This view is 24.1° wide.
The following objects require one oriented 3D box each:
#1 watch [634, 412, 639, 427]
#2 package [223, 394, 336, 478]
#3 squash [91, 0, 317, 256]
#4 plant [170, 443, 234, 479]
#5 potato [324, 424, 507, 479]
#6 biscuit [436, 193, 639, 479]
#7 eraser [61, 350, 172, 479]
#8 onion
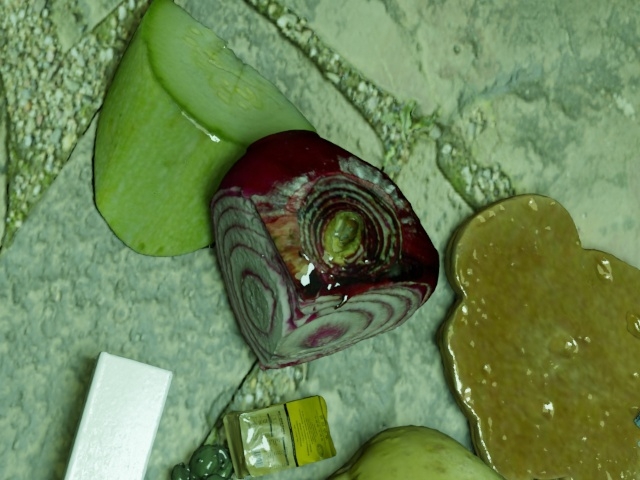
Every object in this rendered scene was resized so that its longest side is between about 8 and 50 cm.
[{"bbox_3d":[0.411,0.344,1.562,0.274,0.068,0.276,38,53,-7],"label":"watch"},{"bbox_3d":[-0.033,0.202,1.558,0.131,0.047,0.071,-6,81,-33],"label":"package"},{"bbox_3d":[-0.156,-0.110,1.627,0.237,0.155,0.204,40,37,-1],"label":"squash"},{"bbox_3d":[-0.137,0.281,1.525,0.087,0.085,0.174,19,65,13],"label":"plant"},{"bbox_3d":[0.087,0.309,1.509,0.285,0.242,0.242,-34,88,-10],"label":"potato"},{"bbox_3d":[0.264,0.131,1.658,0.269,0.051,0.376,-18,85,-18],"label":"biscuit"},{"bbox_3d":[-0.227,0.267,1.507,0.078,0.076,0.298,16,77,-9],"label":"eraser"},{"bbox_3d":[0.004,-0.002,1.550,0.207,0.216,0.206,-14,71,-27],"label":"onion"}]
